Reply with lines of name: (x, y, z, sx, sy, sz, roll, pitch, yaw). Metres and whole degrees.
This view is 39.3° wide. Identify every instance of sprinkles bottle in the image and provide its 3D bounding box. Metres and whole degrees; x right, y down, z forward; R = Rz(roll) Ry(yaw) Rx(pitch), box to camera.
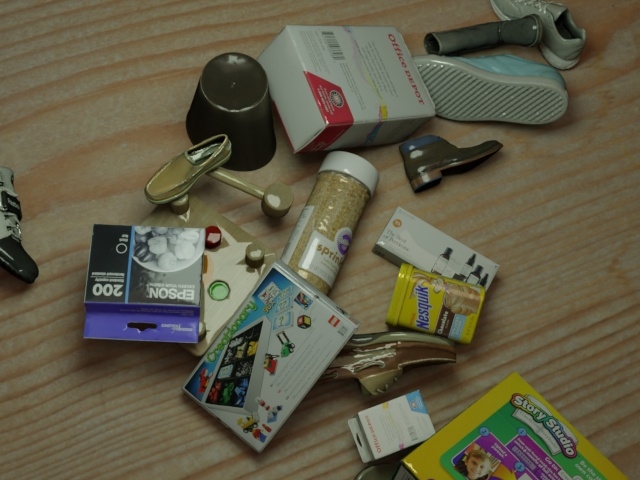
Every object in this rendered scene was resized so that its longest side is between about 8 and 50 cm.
sprinkles bottle: (0.000, 0.000, 1.764, 0.121, 0.121, 0.355, 23, 71, 1)

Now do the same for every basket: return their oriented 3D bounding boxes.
basket: (-0.175, -0.261, 1.774, 0.204, 0.227, 0.154, 33, 70, 5)

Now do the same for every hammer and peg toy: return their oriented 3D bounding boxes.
hammer and peg toy: (-0.227, 0.012, 1.728, 0.266, 0.127, 0.361, 34, 71, 7)

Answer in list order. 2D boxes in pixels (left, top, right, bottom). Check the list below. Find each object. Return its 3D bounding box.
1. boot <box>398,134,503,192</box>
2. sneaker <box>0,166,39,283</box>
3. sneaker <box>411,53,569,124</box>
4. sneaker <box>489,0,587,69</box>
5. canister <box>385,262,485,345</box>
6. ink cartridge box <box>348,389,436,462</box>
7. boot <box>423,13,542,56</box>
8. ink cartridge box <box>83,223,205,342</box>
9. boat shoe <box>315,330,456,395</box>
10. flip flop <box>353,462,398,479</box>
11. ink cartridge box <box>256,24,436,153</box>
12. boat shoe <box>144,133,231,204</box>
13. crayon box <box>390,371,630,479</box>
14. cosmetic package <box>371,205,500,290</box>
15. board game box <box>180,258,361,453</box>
boot: (0.271, -0.191, 1.884, 0.219, 0.082, 0.106, -24, 78, -12)
sneaker: (-0.624, -0.066, 1.706, 0.146, 0.122, 0.330, -42, 81, -16)
sneaker: (0.348, -0.343, 1.942, 0.366, 0.135, 0.150, 13, 39, 3)
sneaker: (0.494, -0.507, 1.999, 0.262, 0.121, 0.099, 43, 71, 8)
canister: (0.224, 0.125, 1.744, 0.170, 0.073, 0.126, 15, 101, 6)
ink cartridge box: (0.127, 0.352, 1.675, 0.143, 0.090, 0.092, -17, 74, -11)
boot: (0.349, -0.441, 1.938, 0.209, 0.190, 0.076, -6, 97, -16)
ink cartridge box: (-0.314, 0.075, 1.605, 0.206, 0.045, 0.208, 2, 71, -5)
boat shoe: (0.094, 0.235, 1.705, 0.324, 0.122, 0.119, -1, 79, 2)
flip flop: (0.189, 0.493, 1.640, 0.277, 0.080, 0.112, 28, 70, 3)
ink cartridge box: (0.054, -0.307, 1.806, 0.306, 0.131, 0.226, -9, 72, -41)
boat shoe: (-0.250, -0.142, 1.674, 0.190, 0.072, 0.068, -40, 79, -17)
crayon box: (0.362, 0.455, 1.583, 0.313, 0.106, 0.363, -29, 61, -31)
cosmetic package: (0.232, 0.035, 1.813, 0.239, 0.060, 0.099, 30, 69, 3)
board game box: (-0.093, 0.212, 1.638, 0.193, 0.053, 0.305, 38, 102, 6)
